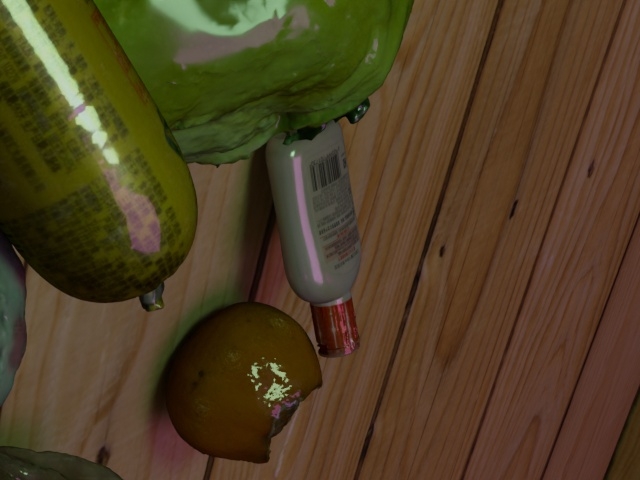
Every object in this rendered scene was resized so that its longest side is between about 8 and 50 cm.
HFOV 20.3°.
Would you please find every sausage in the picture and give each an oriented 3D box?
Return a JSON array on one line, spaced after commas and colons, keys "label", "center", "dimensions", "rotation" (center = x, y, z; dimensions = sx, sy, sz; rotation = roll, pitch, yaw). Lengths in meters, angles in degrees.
[{"label": "sausage", "center": [-0.180, -0.099, 1.080], "dimensions": [0.123, 0.123, 0.347], "rotation": [-44, 115, -32]}]

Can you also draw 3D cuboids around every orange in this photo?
[{"label": "orange", "center": [-0.069, 0.137, 1.690], "dimensions": [0.156, 0.134, 0.157], "rotation": [-31, 140, -31]}]

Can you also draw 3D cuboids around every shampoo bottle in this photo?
[{"label": "shampoo bottle", "center": [0.000, 0.000, 1.665], "dimensions": [0.108, 0.051, 0.221], "rotation": [-35, 121, -56]}]

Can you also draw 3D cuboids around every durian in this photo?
[{"label": "durian", "center": [-0.078, -0.159, 1.269], "dimensions": [0.256, 0.204, 0.339], "rotation": [-55, 157, 16]}]

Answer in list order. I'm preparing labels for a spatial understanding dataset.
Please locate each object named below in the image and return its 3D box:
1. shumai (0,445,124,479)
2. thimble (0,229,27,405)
[{"label": "shumai", "center": [-0.284, 0.328, 1.420], "dimensions": [0.262, 0.267, 0.314], "rotation": [-45, 158, 25]}, {"label": "thimble", "center": [-0.296, 0.053, 1.110], "dimensions": [0.211, 0.185, 0.149], "rotation": [-34, 164, 25]}]
